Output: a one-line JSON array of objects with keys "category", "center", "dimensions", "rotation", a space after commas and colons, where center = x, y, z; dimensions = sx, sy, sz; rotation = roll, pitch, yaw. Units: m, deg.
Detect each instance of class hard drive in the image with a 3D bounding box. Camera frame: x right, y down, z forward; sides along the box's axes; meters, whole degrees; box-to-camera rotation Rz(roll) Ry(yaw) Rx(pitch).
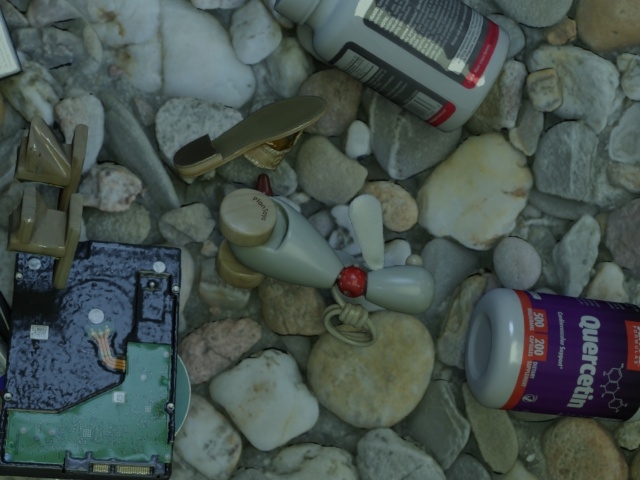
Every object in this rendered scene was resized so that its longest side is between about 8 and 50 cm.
[{"category": "hard drive", "center": [-0.317, 0.163, 1.850], "dimensions": [0.236, 0.064, 0.339], "rotation": [4, 64, -12]}]

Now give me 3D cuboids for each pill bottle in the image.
[{"category": "pill bottle", "center": [0.099, -0.306, 1.923], "dimensions": [0.318, 0.176, 0.176], "rotation": [30, 87, -12]}, {"category": "pill bottle", "center": [0.392, 0.176, 2.005], "dimensions": [0.322, 0.181, 0.182], "rotation": [7, 91, -12]}]

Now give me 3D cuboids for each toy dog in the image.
[{"category": "toy dog", "center": [0.000, 0.000, 1.931], "dimensions": [0.333, 0.220, 0.161], "rotation": [28, 56, -19]}]

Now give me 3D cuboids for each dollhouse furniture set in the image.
[{"category": "dollhouse furniture set", "center": [-0.512, 0.031, 1.731], "dimensions": [0.362, 0.256, 0.394], "rotation": [9, 46, -17]}]

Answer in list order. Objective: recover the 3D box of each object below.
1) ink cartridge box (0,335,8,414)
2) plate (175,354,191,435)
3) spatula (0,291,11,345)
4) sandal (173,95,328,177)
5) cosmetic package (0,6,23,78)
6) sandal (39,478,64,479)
[{"category": "ink cartridge box", "center": [-0.509, 0.230, 1.885], "dimensions": [0.208, 0.045, 0.206], "rotation": [-35, 98, 7]}, {"category": "plate", "center": [-0.282, 0.225, 1.941], "dimensions": [0.188, 0.024, 0.188], "rotation": [0, 89, -19]}, {"category": "spatula", "center": [-0.412, 0.192, 1.917], "dimensions": [0.084, 0.030, 0.296], "rotation": [-28, 100, -11]}, {"category": "sandal", "center": [-0.093, -0.134, 1.958], "dimensions": [0.240, 0.088, 0.079], "rotation": [-23, 128, -3]}, {"category": "cosmetic package", "center": [-0.541, -0.250, 1.845], "dimensions": [0.231, 0.085, 0.117], "rotation": [-19, 97, -8]}, {"category": "sandal", "center": [-0.318, 0.469, 1.909], "dimensions": [0.169, 0.102, 0.416], "rotation": [-21, 102, -53]}]
